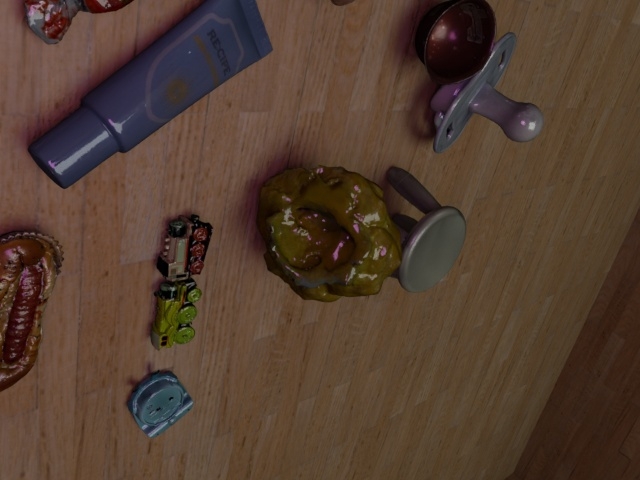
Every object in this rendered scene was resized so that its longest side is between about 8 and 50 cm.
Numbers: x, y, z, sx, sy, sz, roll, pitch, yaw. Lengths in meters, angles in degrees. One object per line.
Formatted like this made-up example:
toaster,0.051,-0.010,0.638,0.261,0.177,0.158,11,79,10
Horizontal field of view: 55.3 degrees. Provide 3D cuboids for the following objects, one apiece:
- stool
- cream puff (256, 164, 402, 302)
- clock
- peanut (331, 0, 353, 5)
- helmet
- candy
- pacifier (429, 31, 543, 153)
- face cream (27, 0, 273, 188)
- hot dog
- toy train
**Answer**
stool,0.177,-0.018,1.298,0.195,0.198,0.195,-34,136,-21
cream puff,-0.001,-0.002,1.066,0.185,0.281,0.282,-42,144,-45
clock,-0.307,0.296,1.146,0.108,0.045,0.147,-37,138,-23
peanut,0.034,-0.465,0.897,0.085,0.104,0.228,-28,137,-41
helmet,0.236,-0.381,1.163,0.175,0.106,0.155,-45,131,-8
candy,-0.234,-0.342,0.744,0.292,0.059,0.086,-41,137,-17
pacifier,0.358,-0.277,1.281,0.287,0.226,0.238,-50,160,-4
face cream,-0.219,-0.215,0.837,0.385,0.086,0.136,-44,141,-21
hot dog,-0.437,0.097,0.846,0.131,0.069,0.253,10,109,-48
toy train,-0.241,0.072,1.044,0.085,0.053,0.250,-5,121,-37
